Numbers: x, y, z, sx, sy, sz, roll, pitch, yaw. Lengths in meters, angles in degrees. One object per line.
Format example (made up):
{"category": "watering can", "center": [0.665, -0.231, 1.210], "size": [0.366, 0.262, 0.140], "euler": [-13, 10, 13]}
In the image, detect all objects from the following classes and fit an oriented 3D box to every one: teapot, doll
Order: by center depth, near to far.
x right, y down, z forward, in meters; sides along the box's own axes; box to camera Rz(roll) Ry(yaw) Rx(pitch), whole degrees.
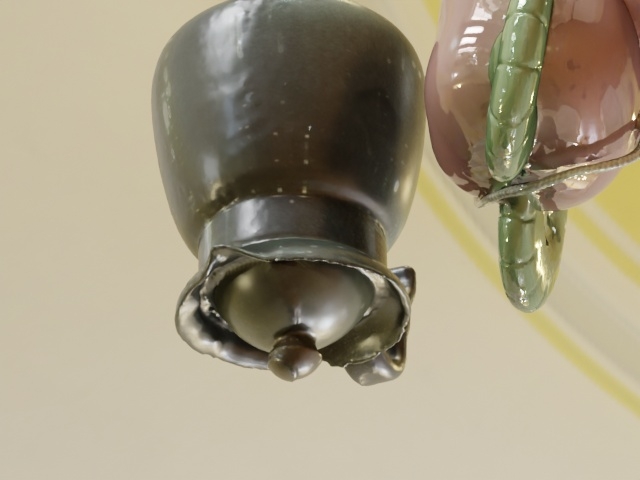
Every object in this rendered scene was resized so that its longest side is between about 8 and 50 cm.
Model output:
{"category": "doll", "center": [0.180, -0.108, 0.967], "size": [0.284, 0.216, 0.268], "euler": [71, -147, -53]}
{"category": "teapot", "center": [-0.023, -0.002, 1.094], "size": [0.223, 0.305, 0.285], "euler": [-1, -122, -1]}
